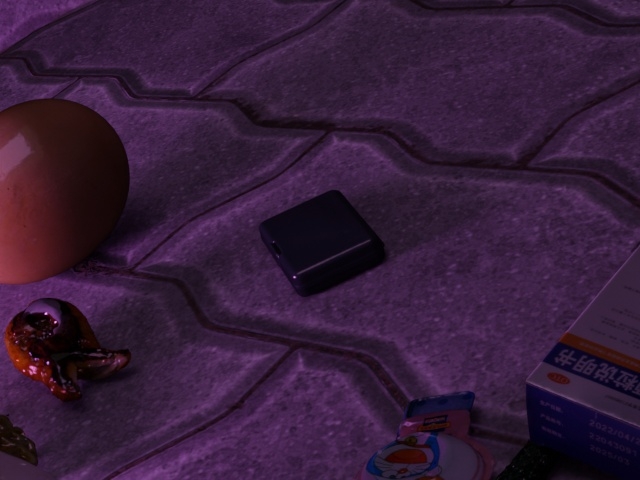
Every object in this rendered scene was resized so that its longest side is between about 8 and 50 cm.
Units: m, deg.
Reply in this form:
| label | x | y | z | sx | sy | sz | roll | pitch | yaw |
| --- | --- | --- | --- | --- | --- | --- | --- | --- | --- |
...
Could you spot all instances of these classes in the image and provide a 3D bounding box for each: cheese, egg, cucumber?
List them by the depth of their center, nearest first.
| label | x | y | z | sx | sy | sz | roll | pitch | yaw |
| --- | --- | --- | --- | --- | --- | --- | --- | --- | --- |
| cucumber | 0.265 | 0.244 | 1.628 | 0.044 | 0.043 | 0.256 | 6 | 38 | 43 |
| cheese | 0.123 | 0.265 | 1.660 | 0.188 | 0.074 | 0.286 | -10 | 24 | 21 |
| egg | -0.513 | -0.087 | 2.486 | 0.301 | 0.301 | 0.374 | 11 | 46 | 46 |

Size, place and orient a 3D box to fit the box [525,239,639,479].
| label | x | y | z | sx | sy | sz | roll | pitch | yaw |
| --- | --- | --- | --- | --- | --- | --- | --- | --- | --- |
| box | 0.400 | 0.140 | 1.605 | 0.200 | 0.106 | 0.299 | 21 | 49 | 34 |

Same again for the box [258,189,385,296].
| label | x | y | z | sx | sy | sz | roll | pitch | yaw |
| --- | --- | --- | --- | --- | --- | --- | --- | --- | --- |
| box | 0.000 | 0.000 | 2.236 | 0.160 | 0.050 | 0.230 | -25 | 28 | -6 |

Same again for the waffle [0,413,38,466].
| label | x | y | z | sx | sy | sz | roll | pitch | yaw |
| --- | --- | --- | --- | --- | --- | --- | --- | --- | --- |
| waffle | -0.513 | 0.300 | 1.988 | 0.214 | 0.054 | 0.208 | 2 | 26 | -29 |

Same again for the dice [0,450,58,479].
| label | x | y | z | sx | sy | sz | roll | pitch | yaw |
| --- | --- | --- | --- | --- | --- | --- | --- | --- | --- |
| dice | -0.441 | 0.423 | 1.577 | 0.304 | 0.277 | 0.304 | -9 | 34 | 27 |

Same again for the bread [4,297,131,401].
| label | x | y | z | sx | sy | sz | roll | pitch | yaw |
| --- | --- | --- | --- | --- | --- | --- | --- | --- | --- |
| bread | -0.410 | 0.175 | 2.192 | 0.139 | 0.095 | 0.269 | -36 | 45 | -21 |
